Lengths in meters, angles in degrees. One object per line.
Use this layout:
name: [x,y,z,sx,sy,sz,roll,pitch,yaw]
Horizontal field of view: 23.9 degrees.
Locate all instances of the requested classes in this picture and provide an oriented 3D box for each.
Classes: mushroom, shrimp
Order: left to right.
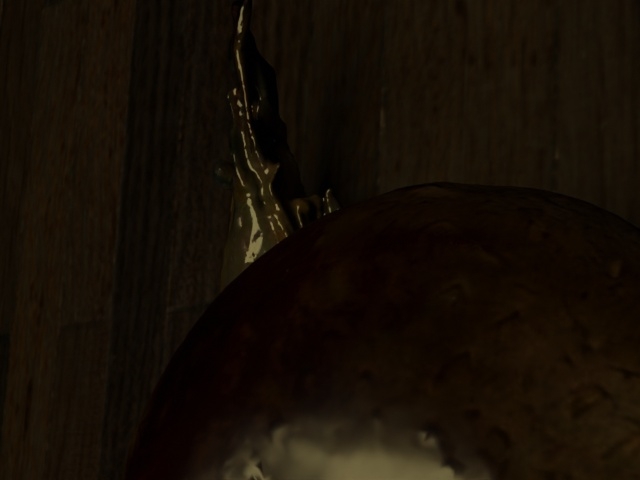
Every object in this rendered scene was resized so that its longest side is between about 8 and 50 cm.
shrimp: [-0.003,-0.003,0.820,0.117,0.066,0.262,0,94,34]
mushroom: [0.054,0.153,0.601,0.345,0.239,0.345,11,109,33]
